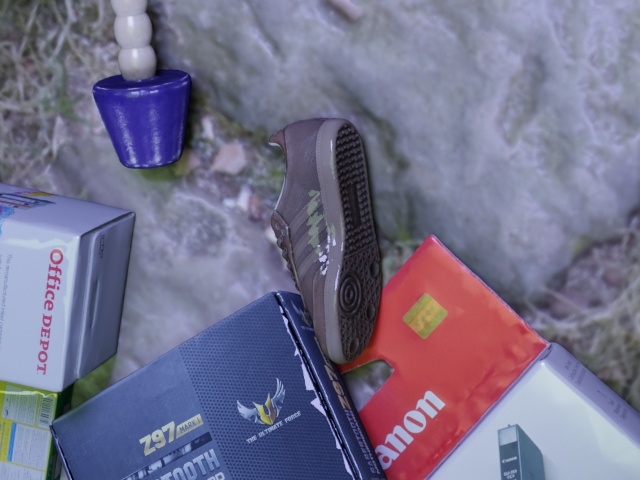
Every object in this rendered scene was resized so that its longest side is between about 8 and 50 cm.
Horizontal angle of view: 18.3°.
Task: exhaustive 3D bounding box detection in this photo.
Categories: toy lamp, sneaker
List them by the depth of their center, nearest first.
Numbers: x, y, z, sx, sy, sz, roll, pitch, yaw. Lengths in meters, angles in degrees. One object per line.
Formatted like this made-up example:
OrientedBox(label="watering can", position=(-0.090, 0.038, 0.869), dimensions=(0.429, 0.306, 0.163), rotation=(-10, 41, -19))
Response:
OrientedBox(label="toy lamp", position=(-0.144, -0.191, 1.499), dimensions=(0.080, 0.080, 0.275), rotation=(0, 108, 15))
OrientedBox(label="sneaker", position=(0.000, 0.000, 1.523), dimensions=(0.071, 0.066, 0.188), rotation=(1, 95, 34))

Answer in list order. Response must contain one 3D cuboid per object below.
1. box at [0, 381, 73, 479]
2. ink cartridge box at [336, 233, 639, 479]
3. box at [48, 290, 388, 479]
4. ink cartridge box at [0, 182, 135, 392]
OrientedBox(label="box", position=(-0.299, 0.148, 1.636), dimensions=(0.179, 0.043, 0.105), rotation=(13, 104, 10))
OrientedBox(label="ink cartridge box", position=(0.085, 0.190, 1.528), dimensions=(0.261, 0.066, 0.296), rotation=(41, 108, 4))
OrientedBox(label="box", position=(-0.080, 0.172, 1.544), dimensions=(0.232, 0.059, 0.183), rotation=(-30, 71, 18))
OrientedBox(label="ink cartridge box", position=(-0.251, 0.029, 1.554), dimensions=(0.176, 0.127, 0.128), rotation=(12, 103, 13))
